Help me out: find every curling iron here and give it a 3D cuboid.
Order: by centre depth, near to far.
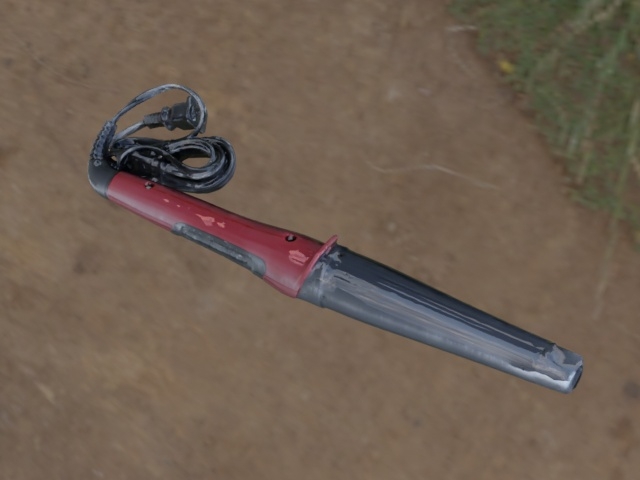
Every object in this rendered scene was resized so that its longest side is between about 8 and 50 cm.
[{"bbox_3d":[0.000,0.000,0.840,0.068,0.274,0.035,-55,151,-11],"label":"curling iron"}]
